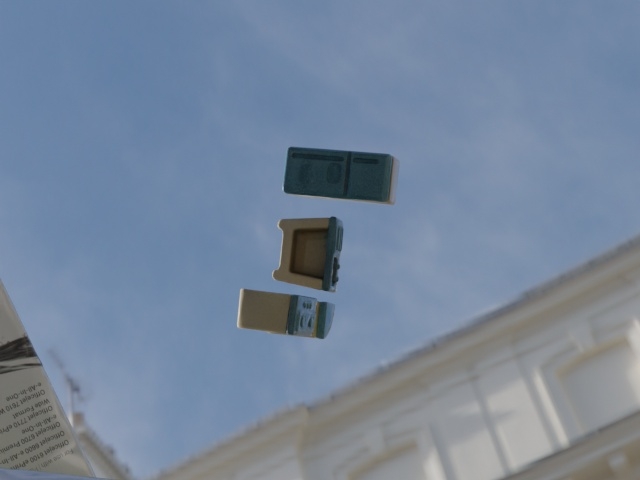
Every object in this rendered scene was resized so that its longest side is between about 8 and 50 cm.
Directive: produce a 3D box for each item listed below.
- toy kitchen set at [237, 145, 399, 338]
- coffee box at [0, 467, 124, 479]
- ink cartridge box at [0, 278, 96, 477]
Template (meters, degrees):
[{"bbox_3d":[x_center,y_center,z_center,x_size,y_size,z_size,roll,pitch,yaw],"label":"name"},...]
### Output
[{"bbox_3d":[0.000,0.000,1.681,0.122,0.166,0.207,5,-94,14],"label":"toy kitchen set"},{"bbox_3d":[-0.116,0.368,0.923,0.338,0.334,0.338,5,-62,4],"label":"coffee box"},{"bbox_3d":[-0.351,0.125,1.370,0.223,0.129,0.307,-28,-93,47],"label":"ink cartridge box"}]
